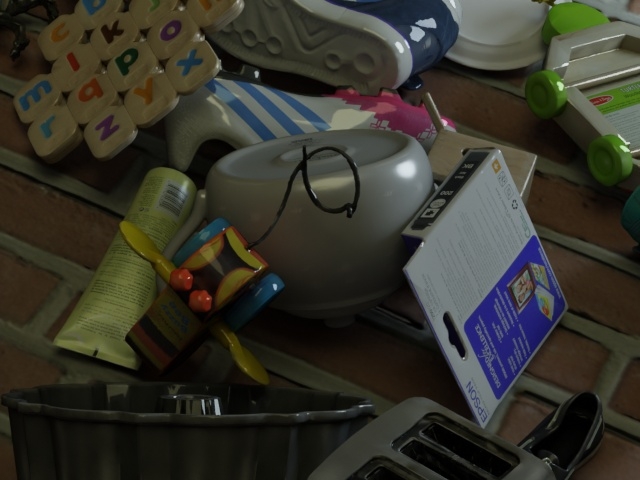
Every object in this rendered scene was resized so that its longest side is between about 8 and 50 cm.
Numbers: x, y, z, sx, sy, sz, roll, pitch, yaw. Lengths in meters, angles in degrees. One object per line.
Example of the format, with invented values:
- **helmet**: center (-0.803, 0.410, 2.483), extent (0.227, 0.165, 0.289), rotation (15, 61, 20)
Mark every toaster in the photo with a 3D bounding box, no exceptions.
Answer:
- **toaster**: center (0.083, 0.230, 1.469), extent (0.185, 0.110, 0.168), rotation (27, 40, 30)

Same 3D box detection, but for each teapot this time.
- **teapot**: center (0.000, 0.000, 1.835), extent (0.256, 0.187, 0.252), rotation (5, 20, 35)

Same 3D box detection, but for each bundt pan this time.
- **bundt pan**: center (-0.117, 0.197, 1.577), extent (0.330, 0.331, 0.124), rotation (2, 89, -4)

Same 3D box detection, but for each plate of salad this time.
- **plate of salad**: center (0.210, -0.280, 2.206), extent (0.199, 0.048, 0.200), rotation (0, 56, 0)

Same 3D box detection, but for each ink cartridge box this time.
- **ink cartridge box**: center (0.154, 0.048, 1.790), extent (0.045, 0.206, 0.208), rotation (-4, 33, 40)

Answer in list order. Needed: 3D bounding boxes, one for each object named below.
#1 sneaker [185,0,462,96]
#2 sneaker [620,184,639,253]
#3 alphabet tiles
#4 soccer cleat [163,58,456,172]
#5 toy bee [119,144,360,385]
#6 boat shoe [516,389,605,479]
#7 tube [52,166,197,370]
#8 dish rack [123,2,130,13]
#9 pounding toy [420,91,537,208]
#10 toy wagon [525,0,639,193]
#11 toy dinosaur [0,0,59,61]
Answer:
- **sneaker**: center (0.011, -0.292, 2.128), extent (0.322, 0.130, 0.236), rotation (26, 37, 16)
- **sneaker**: center (0.386, 0.021, 1.881), extent (0.178, 0.124, 0.295), rotation (32, 44, 17)
- **alphabet tiles**: center (-0.216, -0.207, 2.000), extent (0.284, 0.021, 0.278), rotation (-38, 42, 4)
- **soccer cleat**: center (-0.015, -0.103, 1.989), extent (0.331, 0.116, 0.143), rotation (9, 79, -11)
- **toy bee**: center (-0.112, 0.035, 1.678), extent (0.195, 0.298, 0.162), rotation (30, 32, 17)
- **boat shoe**: center (0.203, 0.215, 1.721), extent (0.075, 0.065, 0.206), rotation (34, 53, 24)
- **tube**: center (-0.195, 0.029, 1.869), extent (0.070, 0.062, 0.240), rotation (-15, 41, 36)
- **dish rack**: center (-0.173, -0.381, 2.247), extent (0.332, 0.072, 0.286), rotation (-12, 50, -17)
- **pounding toy**: center (0.156, -0.066, 1.939), extent (0.141, 0.130, 0.100), rotation (17, 47, 10)
- **toy wagon**: center (0.364, -0.179, 2.091), extent (0.267, 0.068, 0.344), rotation (-17, 51, -31)
- **toy dinosaur**: center (-0.375, -0.280, 2.118), extent (0.118, 0.064, 0.268), rotation (40, 64, 1)
